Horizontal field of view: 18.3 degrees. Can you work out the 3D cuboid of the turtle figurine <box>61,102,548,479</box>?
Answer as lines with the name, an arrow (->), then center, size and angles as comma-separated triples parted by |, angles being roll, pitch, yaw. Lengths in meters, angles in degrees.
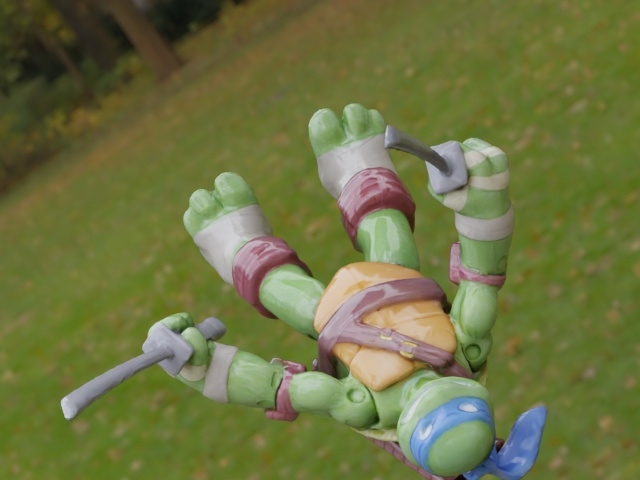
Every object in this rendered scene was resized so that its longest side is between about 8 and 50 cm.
turtle figurine -> 0.000, 0.000, 1.087 | 0.198, 0.274, 0.266 | -60, 27, 15
